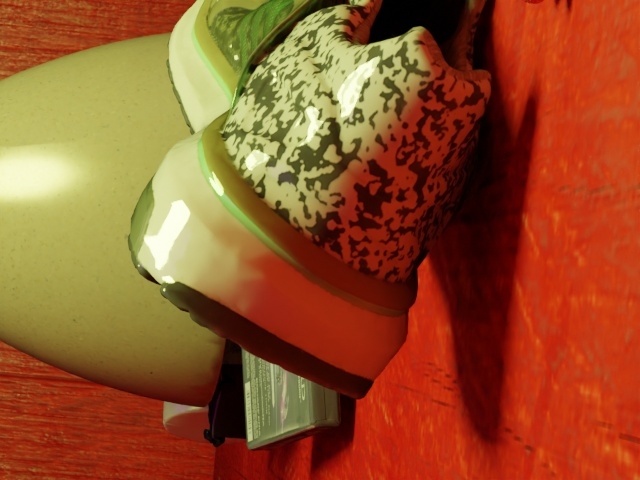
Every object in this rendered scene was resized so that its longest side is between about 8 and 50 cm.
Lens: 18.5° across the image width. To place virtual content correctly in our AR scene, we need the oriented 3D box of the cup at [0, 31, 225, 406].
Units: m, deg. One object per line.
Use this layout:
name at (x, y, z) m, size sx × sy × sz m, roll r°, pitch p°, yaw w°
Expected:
cup at (-0.209, -0.026, 1.704) m, size 0.331 × 0.237 × 0.331 m, roll -176°, pitch 90°, yaw -80°

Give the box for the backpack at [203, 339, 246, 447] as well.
backpack at (-0.065, 0.117, 1.827) m, size 0.114 × 0.084 × 0.105 m, roll -95°, pitch 10°, yaw -45°

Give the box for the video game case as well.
video game case at (-0.027, 0.049, 1.448) m, size 0.274 × 0.026 × 0.196 m, roll 142°, pitch 125°, yaw -75°

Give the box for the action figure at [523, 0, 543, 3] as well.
action figure at (0.079, -0.127, 0.773) m, size 0.115 × 0.030 × 0.038 m, roll -94°, pitch 15°, yaw -51°

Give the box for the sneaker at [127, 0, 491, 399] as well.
sneaker at (0.030, -0.085, 0.953) m, size 0.182 × 0.158 × 0.410 m, roll -49°, pitch 17°, yaw 20°

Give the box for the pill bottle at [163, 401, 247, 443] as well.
pill bottle at (-0.100, 0.082, 1.993) m, size 0.131 × 0.131 × 0.229 m, roll 106°, pitch 168°, yaw -65°
